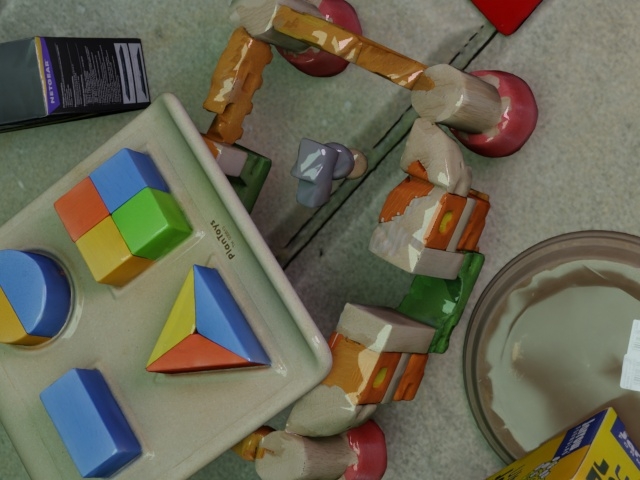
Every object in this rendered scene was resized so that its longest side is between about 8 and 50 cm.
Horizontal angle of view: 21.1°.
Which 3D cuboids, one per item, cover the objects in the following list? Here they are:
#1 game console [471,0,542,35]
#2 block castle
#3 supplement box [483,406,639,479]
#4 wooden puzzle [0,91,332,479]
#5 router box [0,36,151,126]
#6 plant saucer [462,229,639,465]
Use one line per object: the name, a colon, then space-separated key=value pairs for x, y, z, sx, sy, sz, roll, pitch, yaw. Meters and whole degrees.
game console: x=0.188 y=-0.298 z=1.693 sx=0.144 sy=0.085 sz=0.124 roll=49 pitch=139 yaw=8
block castle: x=0.000 y=0.000 z=1.692 sx=0.303 sy=0.213 sz=0.453 roll=26 pitch=97 yaw=26
supplement box: x=0.174 y=0.350 z=1.649 sx=0.356 sy=0.195 sz=0.194 roll=-36 pitch=91 yaw=24
wooden puzzle: x=-0.198 y=0.079 z=1.622 sx=0.348 sy=0.080 sz=0.322 roll=-39 pitch=70 yaw=19
router box: x=-0.365 y=-0.147 z=1.775 sx=0.309 sy=0.243 sz=0.081 roll=-8 pitch=94 yaw=18
plant saucer: x=0.272 y=0.129 z=1.700 sx=0.278 sy=0.041 sz=0.278 roll=2 pitch=96 yaw=18
